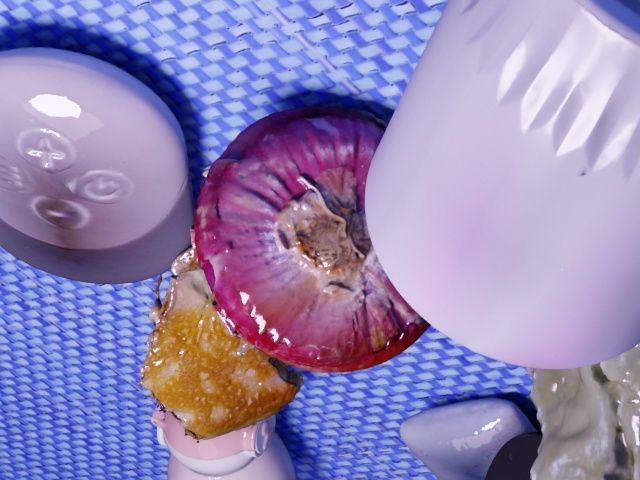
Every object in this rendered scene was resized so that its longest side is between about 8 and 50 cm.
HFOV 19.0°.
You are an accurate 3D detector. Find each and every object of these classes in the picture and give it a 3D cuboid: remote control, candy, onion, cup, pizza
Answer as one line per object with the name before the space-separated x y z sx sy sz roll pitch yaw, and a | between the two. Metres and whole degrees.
remote control | -0.226 -0.062 1.750 0.221 0.103 0.332 9 149 8
candy | 0.178 0.227 2.002 0.138 0.071 0.174 -12 138 29
onion | 0.000 0.000 1.626 0.230 0.230 0.163 23 174 -6
cup | 0.186 -0.096 1.320 0.253 0.253 0.371 20 147 0
pizza | -0.119 0.113 1.965 0.147 0.069 0.226 -39 123 8

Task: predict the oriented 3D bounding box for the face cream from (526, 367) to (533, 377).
face cream | 0.215 0.108 1.843 0.040 0.021 0.083 9 148 18

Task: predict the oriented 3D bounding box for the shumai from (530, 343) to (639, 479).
shumai | 0.321 0.186 1.618 0.397 0.323 0.324 29 150 -16

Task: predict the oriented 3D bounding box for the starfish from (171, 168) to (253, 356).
starfish | -0.026 0.009 1.766 0.235 0.062 0.277 27 137 -22

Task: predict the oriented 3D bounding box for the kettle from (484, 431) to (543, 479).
kettle | 0.329 0.284 1.901 0.271 0.207 0.251 5 138 -26

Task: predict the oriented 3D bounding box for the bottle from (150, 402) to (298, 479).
bottle | -0.107 0.237 2.124 0.147 0.148 0.236 9 140 17
